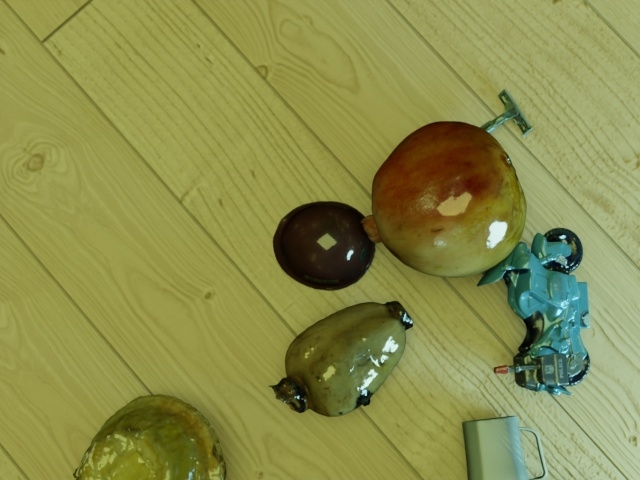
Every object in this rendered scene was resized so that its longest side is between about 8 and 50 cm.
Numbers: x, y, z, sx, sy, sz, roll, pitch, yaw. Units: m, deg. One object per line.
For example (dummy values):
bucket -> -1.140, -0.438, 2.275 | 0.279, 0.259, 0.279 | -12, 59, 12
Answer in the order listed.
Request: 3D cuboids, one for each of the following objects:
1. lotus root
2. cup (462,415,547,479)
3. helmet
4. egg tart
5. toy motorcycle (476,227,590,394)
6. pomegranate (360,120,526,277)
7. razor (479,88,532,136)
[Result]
lotus root -> 0.038, 0.196, 1.921 | 0.257, 0.140, 0.154 | -34, 68, -10
cup -> 0.296, 0.348, 1.905 | 0.128, 0.095, 0.129 | -7, 81, 1
helmet -> 0.000, 0.000, 1.965 | 0.175, 0.106, 0.155 | 15, 84, 10
egg tart -> -0.285, 0.387, 1.897 | 0.290, 0.115, 0.290 | -6, 75, 22
toy motorcycle -> 0.346, 0.116, 1.912 | 0.182, 0.123, 0.272 | -2, 85, -11
pomegranate -> 0.187, -0.058, 1.891 | 0.270, 0.229, 0.252 | -22, 44, 18
razor -> 0.247, -0.166, 2.000 | 0.211, 0.036, 0.084 | -33, 80, -1
